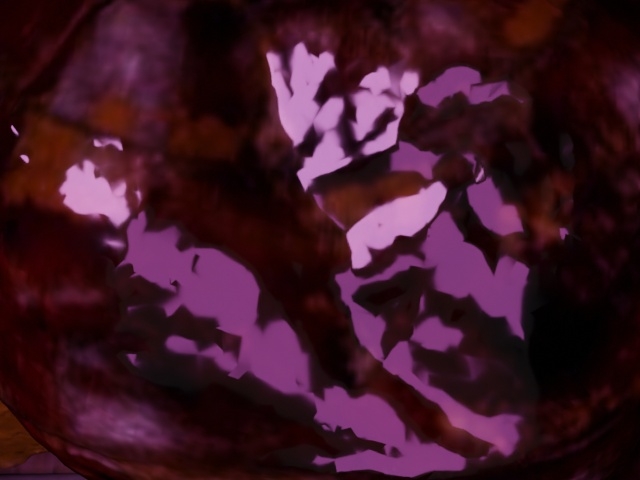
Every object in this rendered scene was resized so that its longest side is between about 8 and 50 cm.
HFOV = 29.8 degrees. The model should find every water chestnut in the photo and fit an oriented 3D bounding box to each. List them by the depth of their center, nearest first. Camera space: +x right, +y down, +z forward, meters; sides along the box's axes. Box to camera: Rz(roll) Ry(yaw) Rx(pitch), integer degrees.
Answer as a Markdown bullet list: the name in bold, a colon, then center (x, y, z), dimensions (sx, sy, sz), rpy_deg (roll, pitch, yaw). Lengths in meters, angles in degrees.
- **water chestnut**: center (0.000, 0.000, 0.537), dimensions (0.335, 0.335, 0.347), rpy_deg (7, 128, 0)

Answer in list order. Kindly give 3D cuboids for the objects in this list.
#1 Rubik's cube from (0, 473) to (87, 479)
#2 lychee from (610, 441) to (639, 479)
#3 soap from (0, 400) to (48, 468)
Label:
- **Rubik's cube**: center (-0.187, 0.357, 0.659), dimensions (0.346, 0.344, 0.347), rpy_deg (-3, 110, 2)
- **lychee**: center (0.217, 0.193, 0.602), dimensions (0.330, 0.306, 0.306), rpy_deg (37, 111, 14)
- **soap**: center (-0.227, 0.040, 0.552), dimensions (0.169, 0.304, 0.339), rpy_deg (-24, 109, 16)
